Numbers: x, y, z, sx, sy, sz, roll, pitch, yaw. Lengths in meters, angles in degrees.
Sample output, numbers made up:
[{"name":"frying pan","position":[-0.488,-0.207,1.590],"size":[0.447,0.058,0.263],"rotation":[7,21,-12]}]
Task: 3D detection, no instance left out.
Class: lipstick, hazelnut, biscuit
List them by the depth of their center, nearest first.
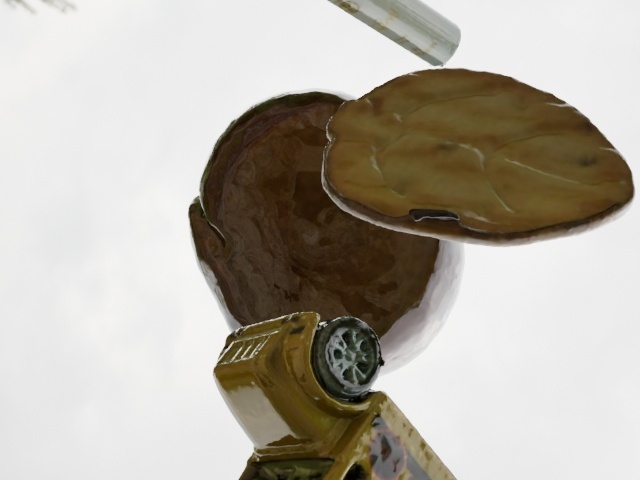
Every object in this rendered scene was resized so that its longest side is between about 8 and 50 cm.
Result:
[{"name":"biscuit","position":[0.123,-0.065,0.819],"size":[0.260,0.041,0.203],"rotation":[18,-133,23]},{"name":"lipstick","position":[0.048,-0.270,1.113],"size":[0.059,0.264,0.059],"rotation":[-28,-129,41]},{"name":"hazelnut","position":[0.000,0.000,1.395],"size":[0.359,0.359,0.409],"rotation":[-34,-107,22]}]

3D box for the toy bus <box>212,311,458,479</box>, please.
[{"name":"toy bus","position":[0.048,0.199,0.676],"size":[0.121,0.335,0.123],"rotation":[-17,-153,52]}]
